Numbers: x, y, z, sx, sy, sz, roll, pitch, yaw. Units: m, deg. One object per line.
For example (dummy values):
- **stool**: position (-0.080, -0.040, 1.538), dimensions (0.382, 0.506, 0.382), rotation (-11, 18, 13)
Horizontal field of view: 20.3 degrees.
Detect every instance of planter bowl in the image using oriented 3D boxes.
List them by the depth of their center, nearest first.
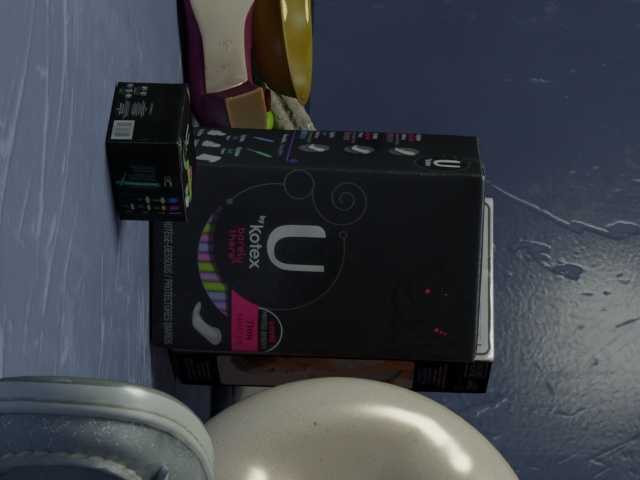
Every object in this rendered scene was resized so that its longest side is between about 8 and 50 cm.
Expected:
- **planter bowl**: position (-0.067, -0.236, 1.734), dimensions (0.217, 0.090, 0.217), rotation (-4, 90, -83)

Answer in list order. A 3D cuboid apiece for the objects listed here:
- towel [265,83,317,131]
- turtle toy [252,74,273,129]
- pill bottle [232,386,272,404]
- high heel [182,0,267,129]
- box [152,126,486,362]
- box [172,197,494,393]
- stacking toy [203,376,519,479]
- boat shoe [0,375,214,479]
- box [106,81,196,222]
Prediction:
- **towel**: position (-0.026, -0.066, 1.935), dimensions (0.282, 0.049, 0.187), rotation (62, -19, 24)
- **turtle toy**: position (-0.082, -0.138, 1.820), dimensions (0.130, 0.066, 0.095), rotation (84, 9, -71)
- **pill bottle**: position (-0.018, 0.123, 2.090), dimensions (0.318, 0.176, 0.176), rotation (-101, -169, -69)
- **high heel**: position (-0.097, -0.212, 1.625), dimensions (0.117, 0.082, 0.244), rotation (34, -40, 60)
- **box**: position (0.000, 0.000, 1.506), dimensions (0.143, 0.270, 0.165), rotation (-80, 172, -73)
- **box**: position (0.013, 0.046, 1.650), dimensions (0.087, 0.290, 0.169), rotation (90, 1, -65)
- **stacking toy**: position (-0.041, 0.301, 1.541), dimensions (0.480, 0.350, 0.350), rotation (159, -65, -72)
- **boat shoe**: position (-0.115, 0.167, 0.889), dimensions (0.320, 0.118, 0.103), rotation (100, -10, -56)
- **box**: position (-0.118, -0.062, 1.265), dimensions (0.083, 0.052, 0.062), rotation (87, 6, -49)
